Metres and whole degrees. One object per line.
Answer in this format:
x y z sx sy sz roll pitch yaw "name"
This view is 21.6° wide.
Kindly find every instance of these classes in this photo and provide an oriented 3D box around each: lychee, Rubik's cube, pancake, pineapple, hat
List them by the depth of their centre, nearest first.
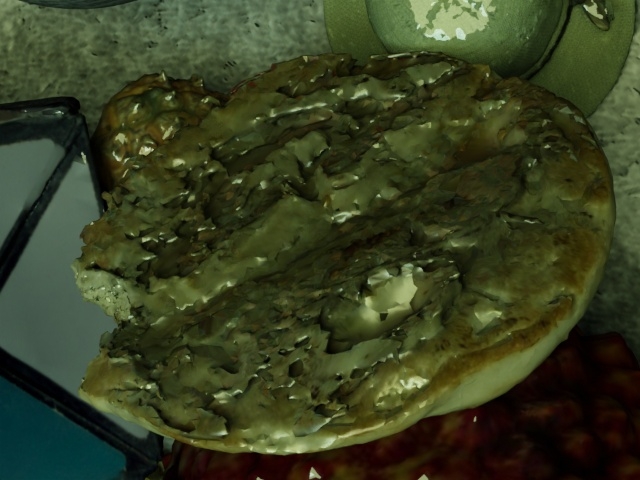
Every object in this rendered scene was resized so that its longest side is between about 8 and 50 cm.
0.000 -0.001 1.120 0.382 0.382 0.071 -9 131 18 "pancake"
0.058 0.263 1.178 0.500 0.424 0.424 -35 85 1 "lychee"
0.107 -0.183 1.263 0.257 0.130 0.257 2 97 16 "hat"
-0.331 0.074 1.284 0.305 0.310 0.307 -14 89 51 "Rubik's cube"
-0.024 -0.035 1.321 0.310 0.141 0.170 20 84 9 "pineapple"

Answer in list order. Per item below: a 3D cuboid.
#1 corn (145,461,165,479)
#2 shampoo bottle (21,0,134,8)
-0.253 0.285 1.442 0.313 0.102 0.102 -41 84 17 "corn"
-0.193 -0.313 1.269 0.273 0.266 0.273 2 97 16 "shampoo bottle"
